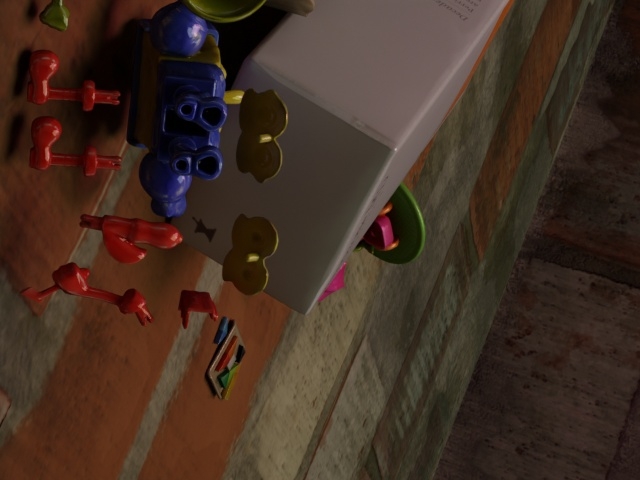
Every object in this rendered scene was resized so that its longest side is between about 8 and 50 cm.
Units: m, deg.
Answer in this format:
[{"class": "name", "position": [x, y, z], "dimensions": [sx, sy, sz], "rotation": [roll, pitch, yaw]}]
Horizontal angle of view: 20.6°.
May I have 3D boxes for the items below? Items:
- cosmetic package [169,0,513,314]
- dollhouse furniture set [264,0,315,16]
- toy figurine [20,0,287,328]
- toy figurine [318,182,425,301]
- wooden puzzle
[{"class": "cosmetic package", "position": [0.047, -0.160, 1.729], "dimensions": [0.453, 0.161, 0.230], "rotation": [-53, 174, -49]}, {"class": "dollhouse furniture set", "position": [-0.028, -0.315, 1.512], "dimensions": [0.161, 0.101, 0.182], "rotation": [65, 45, -68]}, {"class": "toy figurine", "position": [-0.135, -0.137, 1.377], "dimensions": [0.217, 0.191, 0.363], "rotation": [-119, -148, -69]}, {"class": "toy figurine", "position": [0.000, 0.000, 1.944], "dimensions": [0.159, 0.173, 0.130], "rotation": [-35, 127, -34]}, {"class": "wooden puzzle", "position": [-0.100, 0.130, 1.922], "dimensions": [0.116, 0.014, 0.079], "rotation": [64, 46, -68]}]
